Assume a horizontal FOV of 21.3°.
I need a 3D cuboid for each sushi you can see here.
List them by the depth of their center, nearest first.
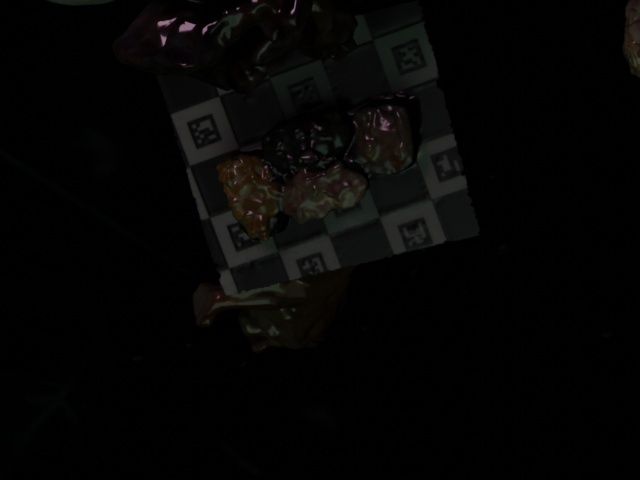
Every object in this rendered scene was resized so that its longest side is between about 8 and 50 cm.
[{"bbox_3d":[-0.007,-0.065,1.287,0.215,0.050,0.192,-14,100,13],"label":"sushi"}]

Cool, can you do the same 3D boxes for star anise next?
[{"bbox_3d":[-0.030,-0.182,1.132,0.223,0.109,0.236,11,126,-50],"label":"star anise"}]

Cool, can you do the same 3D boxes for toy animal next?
[{"bbox_3d":[0.000,0.000,1.433,0.157,0.097,0.312,13,138,-35],"label":"toy animal"}]

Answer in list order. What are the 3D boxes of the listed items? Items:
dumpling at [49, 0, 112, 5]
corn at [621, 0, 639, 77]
[{"bbox_3d":[-0.147,-0.222,1.155,0.150,0.092,0.176,-3,137,-20],"label":"dumpling"},{"bbox_3d":[0.322,-0.167,1.231,0.210,0.087,0.087,-16,138,14],"label":"corn"}]
